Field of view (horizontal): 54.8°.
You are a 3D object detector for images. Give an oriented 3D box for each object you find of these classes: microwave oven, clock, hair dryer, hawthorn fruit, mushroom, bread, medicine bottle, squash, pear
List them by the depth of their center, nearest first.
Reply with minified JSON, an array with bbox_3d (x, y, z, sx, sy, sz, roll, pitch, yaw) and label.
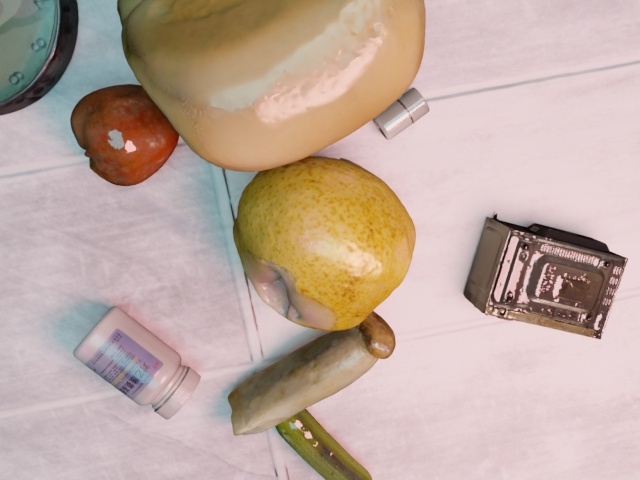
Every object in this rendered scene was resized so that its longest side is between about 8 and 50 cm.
[{"bbox_3d":[-0.048,-0.275,0.831,0.376,0.253,0.348,-33,57,2],"label":"bread"},{"bbox_3d":[-0.523,-0.338,0.896,0.319,0.066,0.318,-1,102,-3],"label":"clock"},{"bbox_3d":[0.000,0.000,0.907,0.271,0.271,0.271,-1,102,-4],"label":"pear"},{"bbox_3d":[-0.277,-0.172,0.908,0.149,0.149,0.189,42,96,-11],"label":"hawthorn fruit"},{"bbox_3d":[0.101,-0.236,0.972,0.082,0.047,0.137,-35,96,4],"label":"hair dryer"},{"bbox_3d":[-0.294,0.200,1.001,0.187,0.103,0.103,41,96,-10],"label":"medicine bottle"},{"bbox_3d":[0.364,0.061,1.007,0.205,0.129,0.163,12,101,-7],"label":"microwave oven"},{"bbox_3d":[-0.017,0.218,1.010,0.312,0.100,0.081,-34,128,14],"label":"mushroom"},{"bbox_3d":[0.004,0.368,1.077,0.066,0.066,0.229,-43,102,5],"label":"squash"}]
